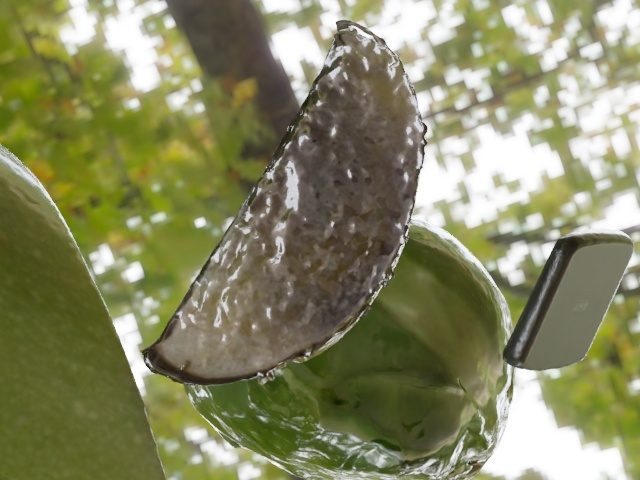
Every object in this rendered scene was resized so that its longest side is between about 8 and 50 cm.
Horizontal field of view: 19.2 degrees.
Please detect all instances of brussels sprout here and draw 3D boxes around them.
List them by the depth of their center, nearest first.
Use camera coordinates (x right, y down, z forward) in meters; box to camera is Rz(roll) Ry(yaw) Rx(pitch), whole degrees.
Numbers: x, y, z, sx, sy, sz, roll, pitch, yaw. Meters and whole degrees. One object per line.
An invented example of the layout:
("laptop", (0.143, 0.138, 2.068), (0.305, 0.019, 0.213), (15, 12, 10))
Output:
("brussels sprout", (0.045, 0.124, 1.950), (0.371, 0.315, 0.276), (23, -124, -27))

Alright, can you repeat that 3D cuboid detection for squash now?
("squash", (-0.106, 0.097, 0.797), (0.260, 0.189, 0.189), (39, -140, -14))

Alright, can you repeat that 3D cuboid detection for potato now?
("potato", (0.002, -0.002, 1.249), (0.120, 0.261, 0.100), (33, -176, 10))

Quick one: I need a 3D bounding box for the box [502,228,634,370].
("box", (0.206, 0.047, 1.563), (0.126, 0.027, 0.125), (-1, -62, -56))
